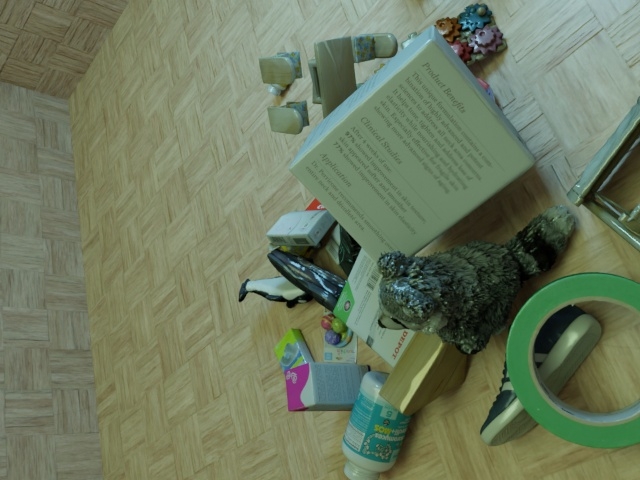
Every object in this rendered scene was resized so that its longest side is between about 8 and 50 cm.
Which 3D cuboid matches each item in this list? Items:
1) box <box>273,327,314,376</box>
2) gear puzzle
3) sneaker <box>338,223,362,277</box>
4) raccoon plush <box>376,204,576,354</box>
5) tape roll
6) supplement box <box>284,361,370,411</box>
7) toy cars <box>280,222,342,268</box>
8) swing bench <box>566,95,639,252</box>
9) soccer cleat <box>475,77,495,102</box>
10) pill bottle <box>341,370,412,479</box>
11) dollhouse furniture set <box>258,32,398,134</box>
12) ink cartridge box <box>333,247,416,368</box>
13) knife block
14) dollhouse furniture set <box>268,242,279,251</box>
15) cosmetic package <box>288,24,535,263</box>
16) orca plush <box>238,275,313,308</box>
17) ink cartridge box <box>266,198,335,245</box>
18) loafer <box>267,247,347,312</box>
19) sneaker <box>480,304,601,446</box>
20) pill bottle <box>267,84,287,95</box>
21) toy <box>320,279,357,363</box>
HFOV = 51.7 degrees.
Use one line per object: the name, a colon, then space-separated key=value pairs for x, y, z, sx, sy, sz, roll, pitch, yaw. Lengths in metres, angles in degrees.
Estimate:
box: x=-0.073 y=0.370 z=2.009 sx=0.109 sy=0.042 sz=0.178 roll=-52 pitch=47 yaw=28
gear puzzle: x=0.284 y=-0.489 z=1.682 sx=0.338 sy=0.044 sz=0.176 roll=-23 pitch=62 yaw=14
sneaker: x=0.091 y=0.008 z=1.789 sx=0.106 sy=0.101 sz=0.268 roll=-95 pitch=-7 yaw=-76
raccoon plush: x=0.298 y=0.031 z=1.359 sx=0.216 sy=0.299 sz=0.446 roll=36 pitch=88 yaw=38
tape roll: x=0.516 y=0.220 z=1.239 sx=0.321 sy=0.077 sz=0.321 roll=0 pitch=89 yaw=21
supplement box: x=0.025 y=0.392 z=1.756 sx=0.111 sy=0.220 sz=0.114 roll=-27 pitch=63 yaw=42
toy cars: x=0.000 y=0.000 z=1.949 sx=0.393 sy=0.087 sz=0.177 roll=-12 pitch=69 yaw=41
swing bench: x=0.624 y=-0.131 z=1.237 sx=0.255 sy=0.165 sz=0.253 roll=50 pitch=119 yaw=42
soccer cleat: x=0.333 y=-0.306 z=1.673 sx=0.248 sy=0.083 sz=0.095 roll=-42 pitch=58 yaw=32
pill bottle: x=0.141 y=0.476 z=1.665 sx=0.146 sy=0.146 sz=0.264 roll=26 pitch=102 yaw=48
dollhouse furniture set: x=0.081 y=-0.337 z=1.769 sx=0.256 sy=0.362 sz=0.394 roll=19 pitch=124 yaw=50
ink cartridge box: x=0.190 y=0.175 z=1.692 sx=0.289 sy=0.121 sz=0.211 roll=39 pitch=110 yaw=46
knife block: x=0.261 y=0.239 z=1.518 sx=0.088 sy=0.275 sz=0.242 roll=31 pitch=135 yaw=47
dollhouse furniture set: x=-0.147 y=0.019 z=2.138 sx=0.114 sy=0.081 sz=0.091 roll=-29 pitch=61 yaw=41
cosmetic package: x=0.198 y=-0.208 z=1.468 sx=0.393 sy=0.329 sz=0.327 roll=-38 pitch=12 yaw=20
orca plush: x=-0.128 y=0.181 z=2.064 sx=0.287 sy=0.151 sz=0.102 roll=-9 pitch=114 yaw=24
ink cartridge box: x=-0.027 y=-0.078 z=1.946 sx=0.189 sy=0.066 sz=0.232 roll=-1 pitch=46 yaw=48
loafer: x=-0.028 y=0.099 z=1.909 sx=0.095 sy=0.109 sz=0.302 roll=-45 pitch=53 yaw=-14
sneaker: x=0.432 y=0.271 z=1.400 sx=0.350 sy=0.131 sz=0.148 roll=-55 pitch=47 yaw=11
pill bottle: x=-0.136 y=-0.558 z=2.265 sx=0.116 sy=0.065 sz=0.065 roll=-59 pitch=45 yaw=22
toy: x=0.041 y=0.231 z=1.900 sx=0.136 sy=0.056 sz=0.237 roll=-8 pitch=76 yaw=48
